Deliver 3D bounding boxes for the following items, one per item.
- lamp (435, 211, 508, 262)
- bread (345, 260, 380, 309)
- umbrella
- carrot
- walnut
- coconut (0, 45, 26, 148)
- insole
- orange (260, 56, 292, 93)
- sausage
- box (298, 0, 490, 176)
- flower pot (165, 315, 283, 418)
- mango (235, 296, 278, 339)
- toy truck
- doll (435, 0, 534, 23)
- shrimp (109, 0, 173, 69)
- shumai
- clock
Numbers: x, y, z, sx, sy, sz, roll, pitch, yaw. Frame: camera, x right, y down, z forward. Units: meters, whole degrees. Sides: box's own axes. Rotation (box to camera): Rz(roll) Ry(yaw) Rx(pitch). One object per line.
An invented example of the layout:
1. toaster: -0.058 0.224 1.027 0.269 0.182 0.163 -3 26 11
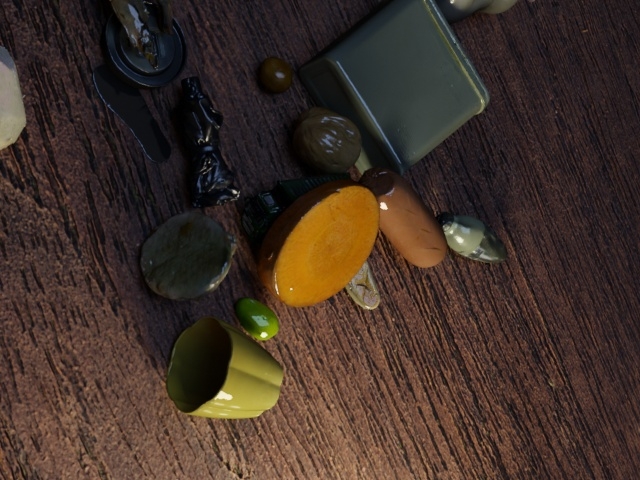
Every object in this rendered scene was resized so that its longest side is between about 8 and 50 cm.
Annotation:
1. lamp: 0.381 -0.004 2.281 0.250 0.101 0.101 30 67 -31
2. bread: 0.073 0.060 2.087 0.073 0.053 0.214 -22 91 -20
3. umbrella: -0.240 -0.204 1.880 0.122 0.110 0.272 -16 95 -74
4. carrot: 0.000 0.000 1.936 0.307 0.100 0.258 -50 141 -4
5. walnut: 0.015 -0.222 2.036 0.166 0.149 0.166 44 28 -30
6. coconut: -0.623 -0.261 1.566 0.224 0.224 0.234 -4 87 -35
7. insole: -0.381 -0.260 1.856 0.080 0.003 0.232 -44 107 -31
8. orange: -0.099 -0.368 2.022 0.085 0.085 0.085 6 79 -34
9. sausage: 0.190 -0.054 2.099 0.304 0.121 0.121 47 58 -42
10. box: 0.176 -0.366 2.156 0.344 0.177 0.352 -42 107 -28
11. flower pot: -0.181 0.267 1.813 0.179 0.195 0.195 27 68 -42
12. mango: -0.136 0.164 1.929 0.108 0.056 0.073 46 56 -6
13. toy truck: -0.042 -0.067 1.976 0.259 0.121 0.088 -10 52 -34
14. doll: 0.369 -0.665 2.308 0.370 0.215 0.226 -28 131 -30
15. shrimp: -0.353 -0.462 1.826 0.145 0.059 0.254 -28 91 -47
16. shumai: -0.256 0.040 1.834 0.120 0.201 0.201 60 43 -63
17. clock: -0.362 -0.399 1.866 0.184 0.040 0.184 8 76 -35
